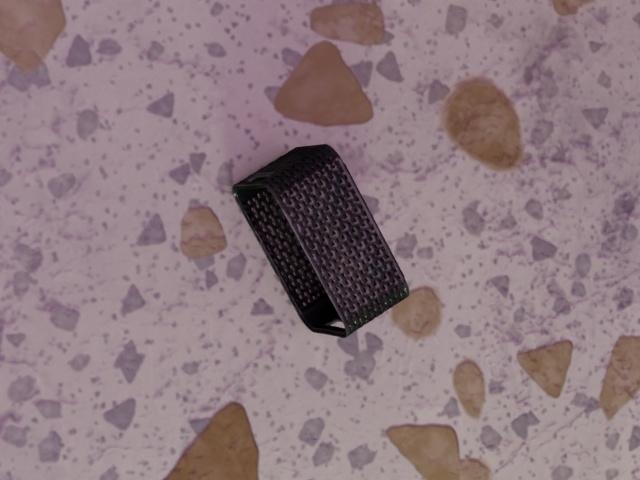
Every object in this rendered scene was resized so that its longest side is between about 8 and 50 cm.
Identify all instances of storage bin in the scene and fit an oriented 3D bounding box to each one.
[{"bbox_3d":[0.000,0.000,1.635,0.084,0.122,0.180,-33,103,-19],"label":"storage bin"}]
